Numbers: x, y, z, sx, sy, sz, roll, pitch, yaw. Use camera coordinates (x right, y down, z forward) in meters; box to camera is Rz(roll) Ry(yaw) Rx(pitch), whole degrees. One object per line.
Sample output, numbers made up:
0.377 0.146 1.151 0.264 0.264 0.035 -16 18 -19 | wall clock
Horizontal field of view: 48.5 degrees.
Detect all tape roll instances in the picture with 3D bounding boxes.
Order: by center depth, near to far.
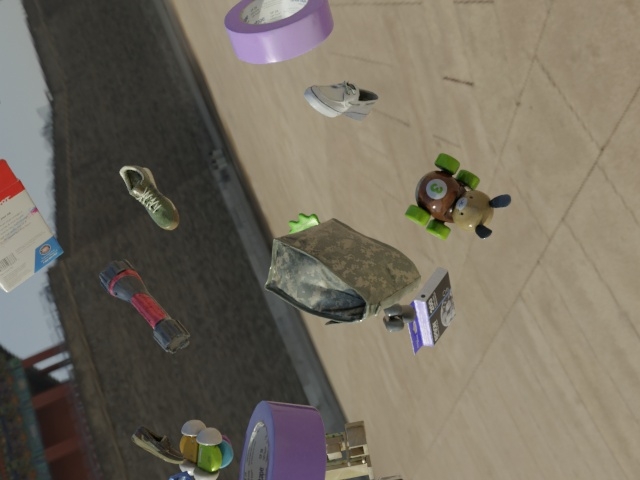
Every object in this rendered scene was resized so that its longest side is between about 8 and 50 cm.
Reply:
-0.060 0.339 1.062 0.189 0.080 0.189 -170 90 -73 | tape roll
-0.108 -0.570 1.852 0.275 0.275 0.090 -121 9 -50 | tape roll

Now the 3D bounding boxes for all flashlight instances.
-0.489 0.182 1.969 0.304 0.103 0.103 43 141 24 | flashlight

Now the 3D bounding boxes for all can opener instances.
0.209 0.186 1.855 0.283 0.095 0.076 7 -102 -88 | can opener

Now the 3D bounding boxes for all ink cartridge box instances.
-0.600 -0.034 1.320 0.078 0.134 0.231 22 142 38 | ink cartridge box
0.346 0.226 2.213 0.045 0.208 0.206 17 139 36 | ink cartridge box

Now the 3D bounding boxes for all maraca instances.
0.000 0.000 1.841 0.186 0.127 0.099 41 -142 -16 | maraca

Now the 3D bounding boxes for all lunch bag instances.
0.060 0.086 1.637 0.287 0.235 0.169 26 118 29 | lunch bag

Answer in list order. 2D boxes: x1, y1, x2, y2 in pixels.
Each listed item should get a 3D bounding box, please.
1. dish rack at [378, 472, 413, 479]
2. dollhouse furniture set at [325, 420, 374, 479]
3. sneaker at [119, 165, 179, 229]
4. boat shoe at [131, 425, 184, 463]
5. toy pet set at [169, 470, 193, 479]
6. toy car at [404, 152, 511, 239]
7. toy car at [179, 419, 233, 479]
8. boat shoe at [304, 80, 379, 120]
0.212 0.747 1.812 0.333 0.072 0.285 41 -133 -66 | dish rack
-0.001 0.392 1.356 0.161 0.182 0.101 79 180 -47 | dollhouse furniture set
-0.417 -0.106 1.694 0.192 0.064 0.086 55 -165 22 | sneaker
-0.421 0.538 1.870 0.152 0.049 0.056 31 178 -16 | boat shoe
-0.326 0.569 1.581 0.065 0.122 0.114 -76 5 -56 | toy pet set
0.299 -0.071 1.467 0.149 0.155 0.188 30 -179 -38 | toy car
-0.333 0.625 2.120 0.182 0.136 0.159 8 94 47 | toy car
0.050 -0.326 1.592 0.083 0.076 0.226 55 -152 16 | boat shoe
